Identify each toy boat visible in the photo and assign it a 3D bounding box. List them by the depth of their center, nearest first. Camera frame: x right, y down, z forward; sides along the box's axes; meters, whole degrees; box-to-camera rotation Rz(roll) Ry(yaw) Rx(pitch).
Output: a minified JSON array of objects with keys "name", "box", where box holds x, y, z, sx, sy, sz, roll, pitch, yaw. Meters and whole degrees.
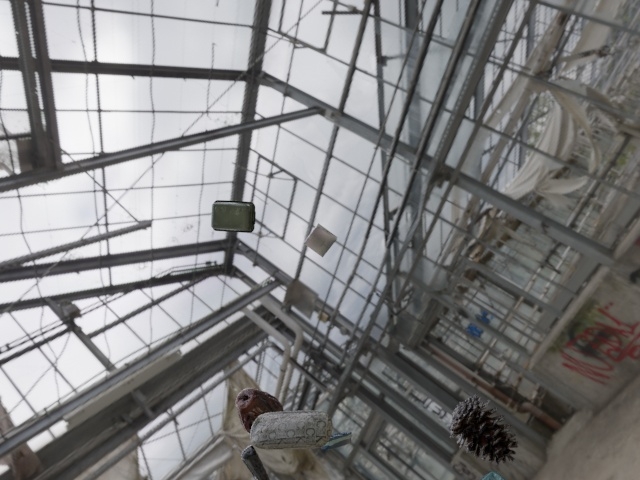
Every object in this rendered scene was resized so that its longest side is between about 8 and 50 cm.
[{"name":"toy boat","box":[0.101,1.129,2.570,0.096,0.061,0.299,-20,-22,30]}]

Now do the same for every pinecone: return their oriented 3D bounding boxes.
[{"name":"pinecone","box":[0.684,0.803,1.905,0.246,0.292,0.246,-39,-23,-21]}]

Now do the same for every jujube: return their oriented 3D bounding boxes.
[{"name":"jujube","box":[-0.276,0.785,2.081,0.197,0.197,0.290,-47,-49,-20]}]

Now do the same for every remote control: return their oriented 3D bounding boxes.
[{"name":"remote control","box":[-0.266,1.015,1.971,0.066,0.265,0.090,-28,10,-22]}]

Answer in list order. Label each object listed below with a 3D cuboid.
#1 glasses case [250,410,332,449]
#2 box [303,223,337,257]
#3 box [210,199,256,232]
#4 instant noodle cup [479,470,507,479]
[{"name":"glasses case","box":[-0.119,0.749,1.797,0.085,0.355,0.137,57,-149,-38]},{"name":"box","box":[0.000,0.000,2.426,0.130,0.129,0.051,-52,4,16]},{"name":"box","box":[-0.338,-0.092,1.734,0.093,0.172,0.124,-60,-28,-87]},{"name":"instant noodle cup","box":[0.607,0.874,1.548,0.157,0.179,0.070,-20,-59,-31]}]
